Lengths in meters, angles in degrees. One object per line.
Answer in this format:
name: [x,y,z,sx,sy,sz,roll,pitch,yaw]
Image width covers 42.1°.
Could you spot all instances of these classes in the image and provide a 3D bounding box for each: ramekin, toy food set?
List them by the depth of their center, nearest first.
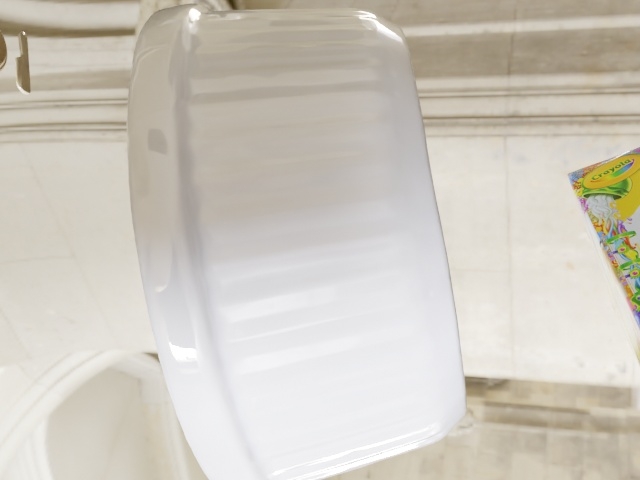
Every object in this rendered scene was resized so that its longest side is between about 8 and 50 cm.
ramekin: [0.000,0.000,0.460,0.273,0.127,0.272,-9,-90,-85]
toy food set: [-0.512,-0.288,1.205,0.192,0.039,0.132,27,-134,-52]

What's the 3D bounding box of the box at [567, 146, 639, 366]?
box: [0.388,0.028,0.651,0.279,0.290,0.177,-89,-26,-55]
